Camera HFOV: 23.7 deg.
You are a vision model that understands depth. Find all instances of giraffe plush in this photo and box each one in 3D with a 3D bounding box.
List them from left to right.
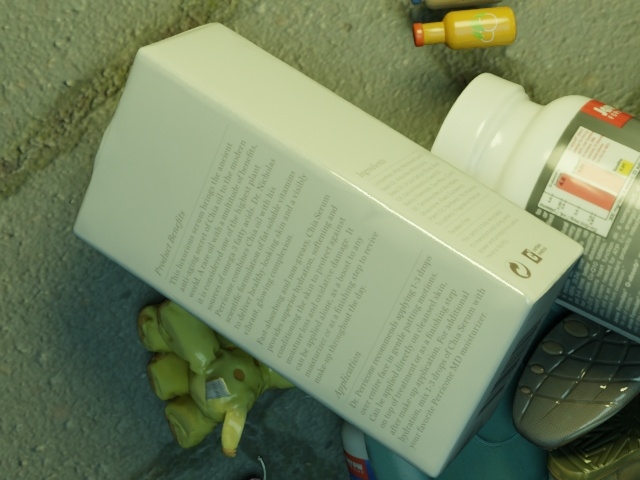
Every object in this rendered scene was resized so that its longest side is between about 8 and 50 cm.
[{"bbox_3d":[-0.078,0.127,1.677,0.170,0.210,0.181,-20,107,-29],"label":"giraffe plush"}]

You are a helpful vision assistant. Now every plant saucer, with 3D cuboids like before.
[{"bbox_3d":[0.188,0.174,1.687,0.317,0.043,0.318,-6,102,-32],"label":"plant saucer"}]

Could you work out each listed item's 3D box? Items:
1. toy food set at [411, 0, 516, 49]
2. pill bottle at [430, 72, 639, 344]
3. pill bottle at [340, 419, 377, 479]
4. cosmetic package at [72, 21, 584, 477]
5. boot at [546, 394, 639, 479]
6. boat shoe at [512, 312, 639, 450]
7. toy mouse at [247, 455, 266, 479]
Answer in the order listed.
[{"bbox_3d":[0.137,-0.318,1.570,0.104,0.111,0.232,-7,110,-3],"label":"toy food set"},{"bbox_3d":[0.296,-0.024,1.564,0.363,0.210,0.210,26,105,17],"label":"pill bottle"},{"bbox_3d":[0.091,0.248,1.736,0.124,0.124,0.222,-14,107,-1],"label":"pill bottle"},{"bbox_3d":[0.000,0.000,1.513,0.453,0.161,0.230,33,120,14],"label":"cosmetic package"},{"bbox_3d":[0.340,0.299,1.765,0.236,0.089,0.269,-17,134,-18],"label":"boot"},{"bbox_3d":[0.343,0.117,1.683,0.324,0.123,0.116,-42,146,-11],"label":"boat shoe"},{"bbox_3d":[-0.079,0.336,1.766,0.143,0.031,0.161,-14,86,-37],"label":"toy mouse"}]
